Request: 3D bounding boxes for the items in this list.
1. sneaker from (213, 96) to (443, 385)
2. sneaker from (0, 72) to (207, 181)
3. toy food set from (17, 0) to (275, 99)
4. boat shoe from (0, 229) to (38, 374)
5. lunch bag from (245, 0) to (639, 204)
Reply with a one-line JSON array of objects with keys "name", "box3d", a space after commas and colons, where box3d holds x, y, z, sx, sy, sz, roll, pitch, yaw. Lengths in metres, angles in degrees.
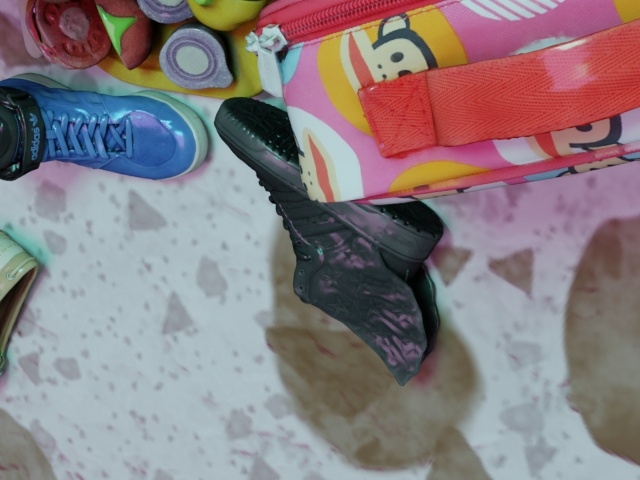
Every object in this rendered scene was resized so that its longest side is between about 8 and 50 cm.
[{"name": "sneaker", "box3d": [0.001, -0.001, 0.859, 0.170, 0.051, 0.089, 32, 120, 5]}, {"name": "sneaker", "box3d": [-0.147, -0.060, 0.905, 0.152, 0.084, 0.058, 17, 116, 24]}, {"name": "toy food set", "box3d": [-0.112, -0.140, 0.863, 0.218, 0.071, 0.128, 10, 113, 27]}, {"name": "boat shoe", "box3d": [-0.224, 0.065, 1.017, 0.048, 0.056, 0.153, 32, 114, 22]}, {"name": "lunch bag", "box3d": [0.126, -0.092, 0.629, 0.293, 0.258, 0.120, -11, 102, 32]}]
